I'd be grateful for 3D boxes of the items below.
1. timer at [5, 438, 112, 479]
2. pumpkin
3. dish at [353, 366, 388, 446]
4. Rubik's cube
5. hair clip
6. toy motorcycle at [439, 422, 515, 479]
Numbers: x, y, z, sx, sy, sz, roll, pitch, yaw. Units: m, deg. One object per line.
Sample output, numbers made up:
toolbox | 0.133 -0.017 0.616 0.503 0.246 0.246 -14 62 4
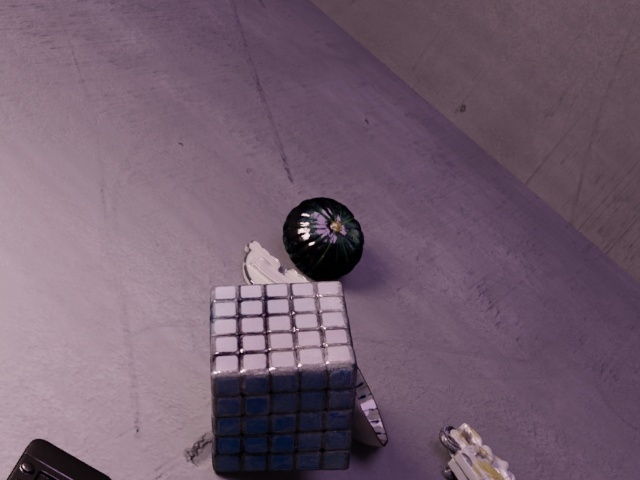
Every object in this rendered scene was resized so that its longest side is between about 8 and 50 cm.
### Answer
timer | -0.382 0.375 1.435 0.144 0.055 0.187 33 25 -8
pumpkin | 0.007 -0.004 2.281 0.194 0.150 0.194 16 39 -13
dish | 0.061 0.314 1.922 0.190 0.066 0.191 -24 90 -82
Rubik's cube | -0.066 0.226 1.711 0.237 0.237 0.238 -1 35 -5
hair clip | -0.083 0.086 2.163 0.220 0.054 0.140 35 34 4
toy motorcycle | 0.325 0.457 2.017 0.151 0.074 0.229 9 37 -42
